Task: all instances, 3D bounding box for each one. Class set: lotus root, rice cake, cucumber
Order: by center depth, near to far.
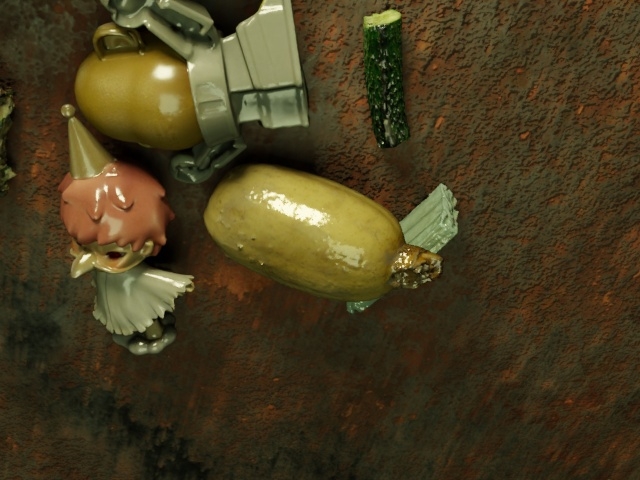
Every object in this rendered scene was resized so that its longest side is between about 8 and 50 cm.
[{"bbox_3d":[0.088,-0.212,1.068,0.058,0.058,0.187,-8,126,1],"label":"cucumber"},{"bbox_3d":[0.000,0.000,1.096,0.342,0.151,0.169,22,144,12],"label":"lotus root"},{"bbox_3d":[0.116,0.016,1.187,0.038,0.124,0.211,41,118,-18],"label":"rice cake"}]

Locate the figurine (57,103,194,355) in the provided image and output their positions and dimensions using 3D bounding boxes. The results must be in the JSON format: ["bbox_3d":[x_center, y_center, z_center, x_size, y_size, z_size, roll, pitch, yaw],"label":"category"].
[{"bbox_3d":[-0.282,-0.003,1.101,0.207,0.166,0.387,25,139,31],"label":"figurine"}]

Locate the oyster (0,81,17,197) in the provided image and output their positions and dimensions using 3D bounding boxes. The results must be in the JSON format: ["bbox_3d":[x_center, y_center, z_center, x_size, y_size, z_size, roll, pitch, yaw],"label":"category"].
[{"bbox_3d":[-0.493,-0.159,1.045,0.198,0.092,0.260,-23,114,11],"label":"oyster"}]

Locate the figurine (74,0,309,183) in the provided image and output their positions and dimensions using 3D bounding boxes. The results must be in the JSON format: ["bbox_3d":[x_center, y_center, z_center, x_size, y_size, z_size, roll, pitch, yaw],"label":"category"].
[{"bbox_3d":[-0.161,-0.196,0.991,0.284,0.167,0.343,-10,124,2],"label":"figurine"}]
